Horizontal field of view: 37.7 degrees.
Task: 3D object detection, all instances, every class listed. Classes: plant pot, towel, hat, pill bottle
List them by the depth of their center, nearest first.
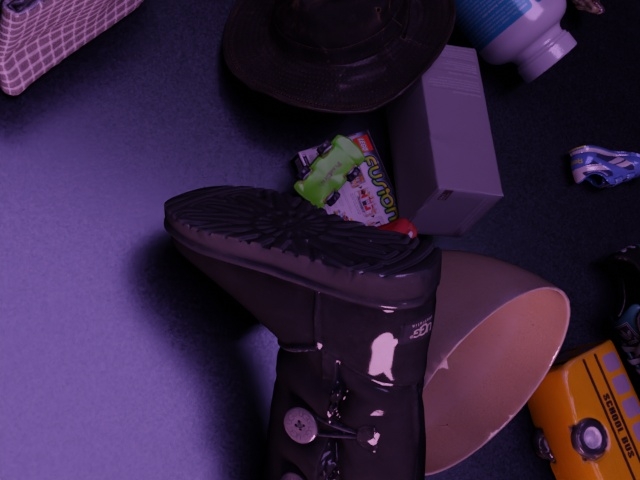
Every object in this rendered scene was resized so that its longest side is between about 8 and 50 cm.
[{"bbox_3d":[-0.298,-0.310,1.112,0.284,0.235,0.121,-42,99,-23],"label":"towel"},{"bbox_3d":[0.143,0.121,1.170,0.284,0.284,0.191,-30,51,-24],"label":"plant pot"},{"bbox_3d":[0.024,-0.325,1.224,0.332,0.134,0.331,-1,57,2],"label":"hat"},{"bbox_3d":[0.256,-0.360,1.370,0.146,0.146,0.264,-40,92,-24],"label":"pill bottle"}]

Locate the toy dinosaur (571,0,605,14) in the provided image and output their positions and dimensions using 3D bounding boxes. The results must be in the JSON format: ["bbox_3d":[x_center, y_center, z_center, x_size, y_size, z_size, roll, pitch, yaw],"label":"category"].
[{"bbox_3d":[0.334,-0.445,1.469,0.118,0.064,0.268,-30,86,-30],"label":"toy dinosaur"}]

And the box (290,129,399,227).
[{"bbox_3d":[0.052,-0.037,1.276,0.114,0.036,0.206,-20,84,-23],"label":"box"}]

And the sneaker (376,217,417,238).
[{"bbox_3d":[0.000,0.000,1.145,0.221,0.087,0.128,-30,97,-5],"label":"sneaker"}]

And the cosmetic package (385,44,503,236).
[{"bbox_3d":[0.160,-0.136,1.267,0.107,0.127,0.237,2,65,-20],"label":"cosmetic package"}]

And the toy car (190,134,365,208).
[{"bbox_3d":[-0.029,-0.039,1.210,0.239,0.053,0.225,41,88,-7],"label":"toy car"}]

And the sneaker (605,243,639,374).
[{"bbox_3d":[0.479,0.151,1.351,0.121,0.108,0.302,1,68,-19],"label":"sneaker"}]

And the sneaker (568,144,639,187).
[{"bbox_3d":[0.445,-0.104,1.428,0.144,0.053,0.059,7,74,-9],"label":"sneaker"}]

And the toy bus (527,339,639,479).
[{"bbox_3d":[0.393,0.315,1.274,0.130,0.108,0.332,-20,84,-25],"label":"toy bus"}]

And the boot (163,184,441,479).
[{"bbox_3d":[-0.036,0.187,1.064,0.146,0.367,0.445,-21,121,-41],"label":"boot"}]
